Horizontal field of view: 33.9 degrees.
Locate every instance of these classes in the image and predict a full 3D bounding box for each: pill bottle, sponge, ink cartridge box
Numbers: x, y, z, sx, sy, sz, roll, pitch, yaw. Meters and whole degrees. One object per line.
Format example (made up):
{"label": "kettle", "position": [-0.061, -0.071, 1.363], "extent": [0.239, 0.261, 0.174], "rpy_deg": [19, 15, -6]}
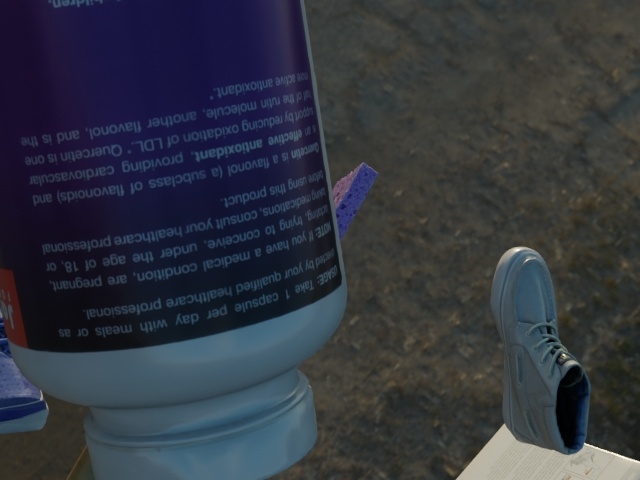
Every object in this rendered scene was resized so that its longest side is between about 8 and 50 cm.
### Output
{"label": "pill bottle", "position": [-0.087, -0.040, 0.547], "extent": [0.182, 0.182, 0.322], "rpy_deg": [-17, 103, -40]}
{"label": "sponge", "position": [0.000, 0.000, 1.405], "extent": [0.031, 0.117, 0.210], "rpy_deg": [34, 73, -9]}
{"label": "ink cartridge box", "position": [0.273, 0.371, 1.395], "extent": [0.275, 0.060, 0.239], "rpy_deg": [-42, 33, -25]}

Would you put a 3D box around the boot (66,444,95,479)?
{"label": "boot", "position": [-0.319, 0.274, 1.545], "extent": [0.236, 0.269, 0.089], "rpy_deg": [27, 2, -8]}

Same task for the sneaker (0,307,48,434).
{"label": "sneaker", "position": [-0.397, 0.060, 1.144], "extent": [0.128, 0.182, 0.315], "rpy_deg": [-3, 32, -37]}

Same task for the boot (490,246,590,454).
{"label": "boot", "position": [0.289, 0.138, 1.325], "extent": [0.095, 0.123, 0.258], "rpy_deg": [-9, 97, -24]}
